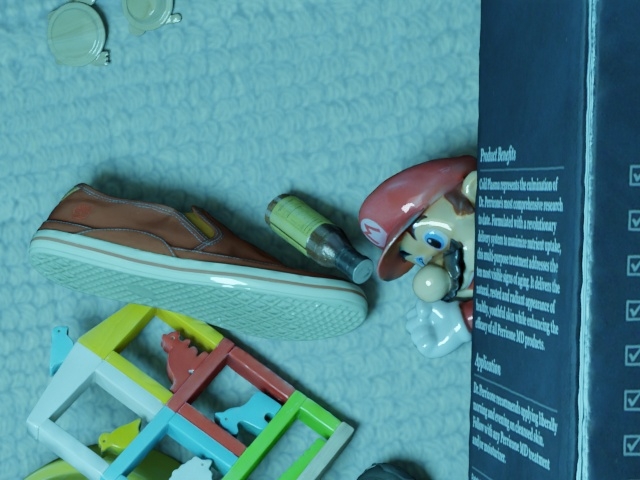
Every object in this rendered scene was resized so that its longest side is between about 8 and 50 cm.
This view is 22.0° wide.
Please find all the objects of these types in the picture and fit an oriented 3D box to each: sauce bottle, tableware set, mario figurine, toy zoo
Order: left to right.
[{"bbox_3d":[-0.220,-0.258,1.631,0.141,0.020,0.169,-17,90,20],"label":"tableware set"},{"bbox_3d":[-0.140,0.168,1.568,0.293,0.030,0.192,35,59,13],"label":"toy zoo"},{"bbox_3d":[0.000,0.000,1.545,0.128,0.042,0.042,38,106,37],"label":"sauce bottle"},{"bbox_3d":[0.170,0.051,1.454,0.320,0.170,0.198,28,103,12],"label":"mario figurine"}]

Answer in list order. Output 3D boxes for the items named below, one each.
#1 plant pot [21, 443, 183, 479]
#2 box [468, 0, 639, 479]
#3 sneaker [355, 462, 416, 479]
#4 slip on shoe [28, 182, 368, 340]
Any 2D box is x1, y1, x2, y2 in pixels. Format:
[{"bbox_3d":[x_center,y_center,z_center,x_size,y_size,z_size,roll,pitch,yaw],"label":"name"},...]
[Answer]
[{"bbox_3d":[-0.233,0.339,1.567,0.254,0.239,0.254,2,95,18],"label":"plant pot"},{"bbox_3d":[0.373,0.021,1.222,0.479,0.297,0.472,1,93,-9],"label":"box"},{"bbox_3d":[0.025,0.338,1.554,0.100,0.108,0.272,25,100,16],"label":"sneaker"},{"bbox_3d":[-0.112,0.017,1.574,0.331,0.123,0.101,13,65,11],"label":"slip on shoe"}]
